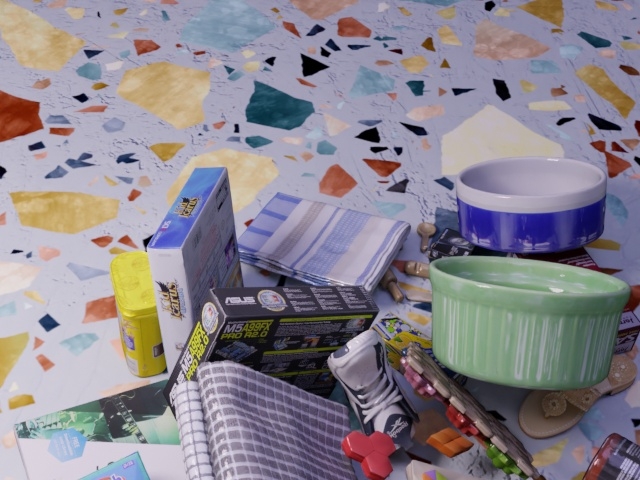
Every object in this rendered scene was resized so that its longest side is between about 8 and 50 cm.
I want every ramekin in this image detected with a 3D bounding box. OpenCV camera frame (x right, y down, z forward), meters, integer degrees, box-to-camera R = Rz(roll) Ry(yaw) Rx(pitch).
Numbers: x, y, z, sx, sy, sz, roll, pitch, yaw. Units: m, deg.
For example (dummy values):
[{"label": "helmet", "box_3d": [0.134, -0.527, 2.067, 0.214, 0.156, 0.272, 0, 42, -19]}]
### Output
[{"label": "ramekin", "box_3d": [0.311, 0.122, 1.589, 0.303, 0.148, 0.303, 5, 8, -1]}]

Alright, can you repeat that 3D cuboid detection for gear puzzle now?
[{"label": "gear puzzle", "box_3d": [0.238, 0.283, 1.507, 0.339, 0.175, 0.044, 43, 96, 1]}]

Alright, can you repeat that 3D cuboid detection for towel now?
[{"label": "towel", "box_3d": [-0.055, 0.304, 1.412, 0.284, 0.121, 0.235, 28, 28, -39]}, {"label": "towel", "box_3d": [0.000, 0.000, 1.861, 0.285, 0.034, 0.209, 15, 44, 23]}]

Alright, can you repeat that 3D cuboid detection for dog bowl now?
[{"label": "dog bowl", "box_3d": [0.378, -0.069, 1.867, 0.265, 0.104, 0.265, -4, 19, 1]}]

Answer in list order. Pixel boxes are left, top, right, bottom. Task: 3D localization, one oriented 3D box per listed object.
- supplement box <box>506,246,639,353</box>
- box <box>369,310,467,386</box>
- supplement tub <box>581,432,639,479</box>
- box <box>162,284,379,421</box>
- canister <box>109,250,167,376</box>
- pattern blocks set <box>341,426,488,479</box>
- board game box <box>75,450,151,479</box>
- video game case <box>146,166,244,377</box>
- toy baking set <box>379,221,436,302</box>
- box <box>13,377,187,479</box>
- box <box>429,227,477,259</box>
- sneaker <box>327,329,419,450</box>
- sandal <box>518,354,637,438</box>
[{"label": "supplement box", "box_3d": [0.432, 0.096, 1.797, 0.130, 0.073, 0.239, -12, 47, -18]}, {"label": "box", "box_3d": [0.158, 0.190, 1.691, 0.169, 0.054, 0.059, 32, 50, 26]}, {"label": "supplement tub", "box_3d": [0.485, 0.371, 1.498, 0.198, 0.106, 0.106, 31, 50, 24]}, {"label": "box", "box_3d": [-0.072, 0.164, 1.528, 0.270, 0.216, 0.060, 0, 41, -36]}, {"label": "canister", "box_3d": [-0.285, 0.119, 1.644, 0.073, 0.170, 0.126, -11, 47, -16]}, {"label": "pattern blocks set", "box_3d": [0.201, 0.378, 1.440, 0.325, 0.026, 0.285, 9, 42, -28]}, {"label": "board game box", "box_3d": [-0.272, 0.410, 1.374, 0.160, 0.047, 0.210, -22, 76, -22]}, {"label": "video game case", "box_3d": [-0.191, 0.051, 1.630, 0.061, 0.244, 0.269, 0, 30, 11]}, {"label": "toy baking set", "box_3d": [0.187, 0.043, 1.862, 0.197, 0.030, 0.256, -12, 47, -16]}, {"label": "box", "box_3d": [-0.262, 0.323, 1.518, 0.322, 0.058, 0.232, -14, 47, -21]}, {"label": "box", "box_3d": [0.242, 0.013, 1.874, 0.067, 0.018, 0.083, 21, 37, 17]}, {"label": "sneaker", "box_3d": [0.089, 0.234, 1.531, 0.094, 0.235, 0.153, -30, 65, -15]}, {"label": "sandal", "box_3d": [0.415, 0.226, 1.657, 0.240, 0.079, 0.088, -22, 50, -25]}]
